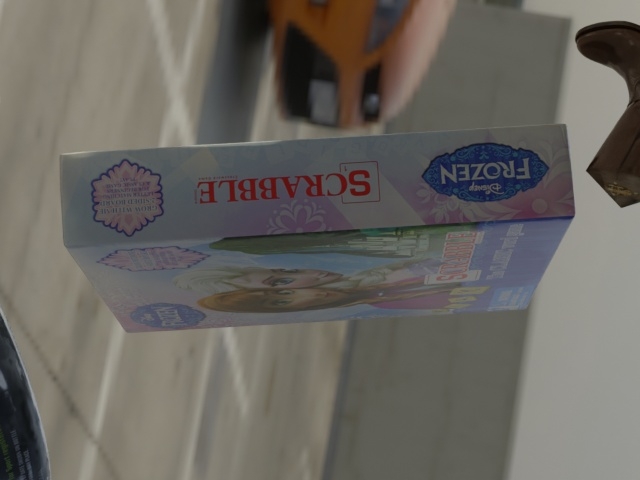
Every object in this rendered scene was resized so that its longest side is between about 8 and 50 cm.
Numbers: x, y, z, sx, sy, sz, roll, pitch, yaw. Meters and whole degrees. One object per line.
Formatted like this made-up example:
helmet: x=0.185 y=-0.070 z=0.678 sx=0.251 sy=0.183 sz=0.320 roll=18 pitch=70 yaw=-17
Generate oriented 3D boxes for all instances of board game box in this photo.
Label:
board game box: x=0.000 y=0.000 z=1.266 sx=0.318 sy=0.318 sz=0.066 roll=83 pitch=4 yaw=-77

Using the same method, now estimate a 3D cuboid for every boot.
boot: x=0.183 y=-0.077 z=1.117 sx=0.037 sy=0.106 sz=0.114 roll=49 pitch=63 yaw=-47

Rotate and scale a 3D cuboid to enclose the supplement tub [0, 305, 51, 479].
supplement tub: x=-0.177 y=0.063 z=0.468 sx=0.117 sy=0.190 sz=0.117 roll=44 pitch=-33 yaw=39
